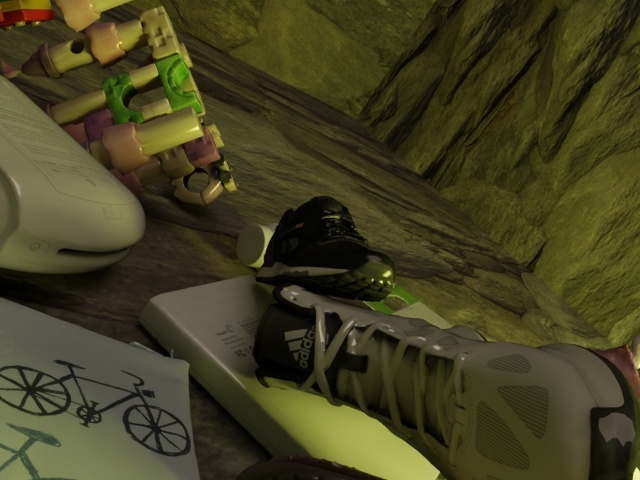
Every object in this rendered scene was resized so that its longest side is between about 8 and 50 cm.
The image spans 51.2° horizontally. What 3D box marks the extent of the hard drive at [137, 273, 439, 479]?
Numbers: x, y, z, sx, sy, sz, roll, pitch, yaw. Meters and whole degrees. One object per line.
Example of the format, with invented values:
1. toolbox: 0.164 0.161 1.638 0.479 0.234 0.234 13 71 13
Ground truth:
1. hard drive: -0.019 0.178 0.790 0.353 0.047 0.233 40 18 17

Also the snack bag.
1. snack bag: -0.238 0.136 0.497 0.323 0.037 0.342 25 14 -23

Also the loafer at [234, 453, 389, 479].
1. loafer: 0.083 0.286 0.574 0.366 0.133 0.130 27 -3 -7

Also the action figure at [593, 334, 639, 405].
1. action figure: 0.395 0.279 0.870 0.370 0.276 0.248 37 35 -84

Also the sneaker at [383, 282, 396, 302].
1. sneaker: 0.078 0.072 1.250 0.152 0.053 0.061 28 9 -40

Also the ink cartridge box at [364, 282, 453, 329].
1. ink cartridge box: 0.160 0.185 1.021 0.255 0.097 0.189 39 18 18

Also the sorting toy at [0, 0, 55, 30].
1. sorting toy: -0.531 -0.331 0.934 0.256 0.089 0.257 -7 18 8

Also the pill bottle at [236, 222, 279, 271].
1. pill bottle: -0.054 0.020 1.071 0.160 0.087 0.087 15 26 -47

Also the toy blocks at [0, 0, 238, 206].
1. toy blocks: -0.309 -0.185 0.998 0.309 0.260 0.288 72 -4 -80

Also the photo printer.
1. photo printer: -0.344 -0.081 0.721 0.307 0.107 0.256 41 7 10

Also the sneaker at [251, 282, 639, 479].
1. sneaker: 0.064 0.144 0.605 0.258 0.169 0.447 12 -3 -8

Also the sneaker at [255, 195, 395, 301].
1. sneaker: 0.000 0.000 0.807 0.107 0.124 0.283 18 -8 -25
